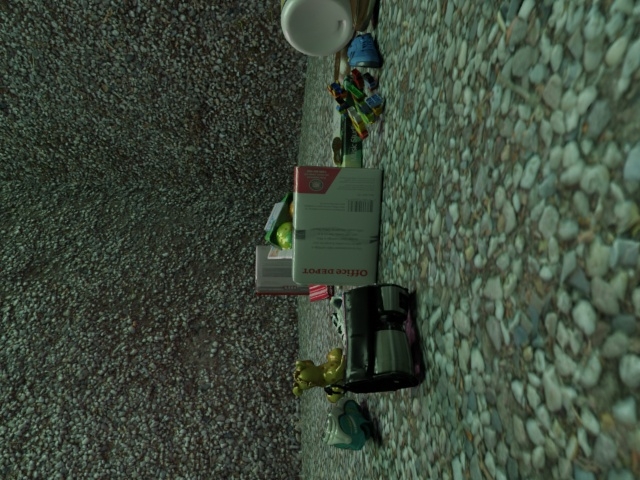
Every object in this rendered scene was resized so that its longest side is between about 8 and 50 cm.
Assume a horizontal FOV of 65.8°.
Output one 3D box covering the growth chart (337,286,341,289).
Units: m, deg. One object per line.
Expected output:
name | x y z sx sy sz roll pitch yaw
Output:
growth chart | 0.066 0.039 1.752 0.172 0.021 0.237 -107 19 -66

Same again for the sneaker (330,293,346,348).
sneaker | 0.073 0.246 1.373 0.237 0.086 0.085 -99 14 -51

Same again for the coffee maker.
coffee maker | 0.085 0.179 0.908 0.120 0.171 0.178 71 -164 -58

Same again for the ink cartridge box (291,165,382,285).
ink cartridge box | 0.034 -0.040 1.223 0.117 0.207 0.283 -120 33 -80

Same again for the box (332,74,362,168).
box | 0.080 -0.315 1.535 0.232 0.058 0.322 152 118 -82

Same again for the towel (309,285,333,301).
towel | -0.014 0.106 2.017 0.199 0.031 0.275 155 111 -62

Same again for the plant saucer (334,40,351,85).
plant saucer | 0.075 -0.617 1.737 0.198 0.036 0.198 -178 90 -84

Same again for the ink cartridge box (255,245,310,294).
ink cartridge box | -0.145 0.165 2.284 0.130 0.309 0.272 98 171 -48

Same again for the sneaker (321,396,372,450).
sneaker | 0.074 0.468 1.237 0.275 0.110 0.107 31 -103 -78

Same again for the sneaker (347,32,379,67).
sneaker | 0.110 -0.488 1.267 0.209 0.069 0.082 -101 18 -63

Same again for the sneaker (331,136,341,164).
sneaker | 0.044 -0.264 1.462 0.037 0.032 0.083 -158 70 -82

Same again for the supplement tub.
supplement tub | -0.010 -0.799 1.619 0.241 0.241 0.331 101 168 -57

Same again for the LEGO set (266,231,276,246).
LEGO set | -0.154 -0.100 2.413 0.331 0.255 0.192 161 85 -86

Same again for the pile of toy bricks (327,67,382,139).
pile of toy bricks | 0.103 -0.336 1.250 0.105 0.118 0.212 58 -178 -45

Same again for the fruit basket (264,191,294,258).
fruit basket | -0.085 -0.079 1.971 0.353 0.165 0.327 -10 55 65

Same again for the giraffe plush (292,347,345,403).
giraffe plush | -0.008 0.454 1.655 0.210 0.170 0.181 129 142 -79

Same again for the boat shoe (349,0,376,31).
boat shoe | 0.086 -0.704 1.296 0.123 0.116 0.324 127 143 -79
